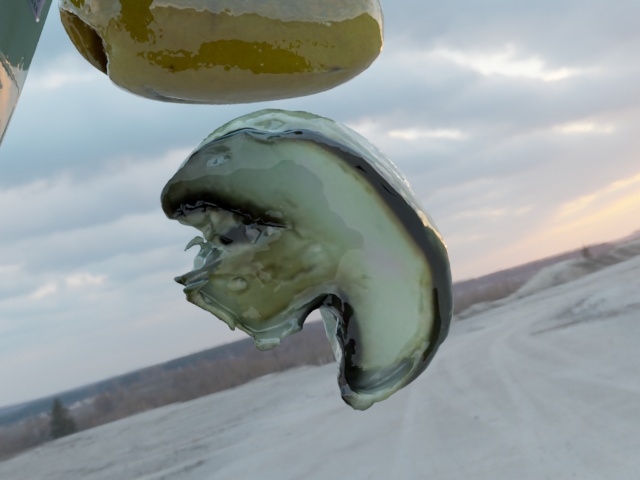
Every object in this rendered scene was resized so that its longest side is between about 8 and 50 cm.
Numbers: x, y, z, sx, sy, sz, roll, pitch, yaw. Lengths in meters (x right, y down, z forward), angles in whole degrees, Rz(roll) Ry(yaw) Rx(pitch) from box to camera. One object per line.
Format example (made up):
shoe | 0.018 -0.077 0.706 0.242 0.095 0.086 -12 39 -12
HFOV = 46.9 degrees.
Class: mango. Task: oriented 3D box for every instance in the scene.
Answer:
mango | -0.107 -0.260 0.813 0.365 0.253 0.182 11 -32 9

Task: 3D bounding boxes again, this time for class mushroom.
mushroom | 0.003 -0.007 0.641 0.189 0.267 0.164 -49 14 21

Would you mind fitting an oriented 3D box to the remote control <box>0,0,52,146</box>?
remote control | -0.253 -0.181 0.556 0.056 0.296 0.140 10 -18 1
